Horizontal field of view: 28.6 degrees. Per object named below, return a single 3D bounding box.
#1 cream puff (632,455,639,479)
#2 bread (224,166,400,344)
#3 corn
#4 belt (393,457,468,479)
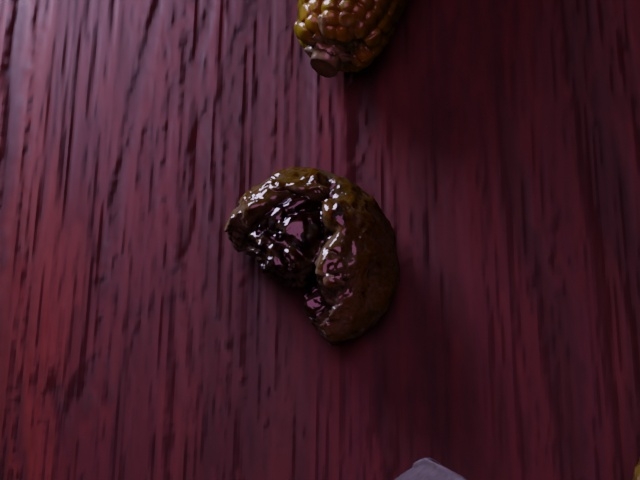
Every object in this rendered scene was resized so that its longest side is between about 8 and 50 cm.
[{"bbox_3d":[0.320,0.118,0.561,0.342,0.231,0.327,6,73,10],"label":"cream puff"},{"bbox_3d":[0.000,0.000,0.742,0.113,0.060,0.082,41,82,21],"label":"bread"},{"bbox_3d":[0.039,-0.197,0.809,0.068,0.068,0.207,18,74,15],"label":"corn"},{"bbox_3d":[0.122,0.232,0.545,0.115,0.227,0.324,-44,71,-12],"label":"belt"}]
